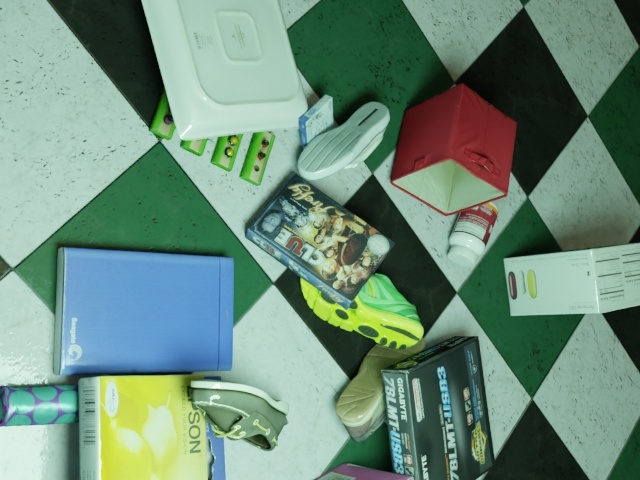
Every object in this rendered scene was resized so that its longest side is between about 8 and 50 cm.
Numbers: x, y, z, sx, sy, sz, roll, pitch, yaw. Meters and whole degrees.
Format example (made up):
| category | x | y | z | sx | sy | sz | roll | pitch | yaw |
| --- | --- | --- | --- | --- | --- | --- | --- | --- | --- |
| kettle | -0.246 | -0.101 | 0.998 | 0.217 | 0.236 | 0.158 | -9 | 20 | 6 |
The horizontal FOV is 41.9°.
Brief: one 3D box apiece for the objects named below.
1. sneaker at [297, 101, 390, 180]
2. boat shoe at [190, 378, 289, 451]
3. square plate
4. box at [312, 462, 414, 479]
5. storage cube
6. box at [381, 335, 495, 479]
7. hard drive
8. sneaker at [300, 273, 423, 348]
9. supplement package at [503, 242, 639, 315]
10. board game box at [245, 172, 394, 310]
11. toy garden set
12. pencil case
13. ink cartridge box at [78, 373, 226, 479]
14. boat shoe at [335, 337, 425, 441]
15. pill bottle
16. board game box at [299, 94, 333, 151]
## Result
| category | x | y | z | sx | sy | sz | roll | pitch | yaw |
| --- | --- | --- | --- | --- | --- | --- | --- | --- | --- |
| sneaker | 0.055 | -0.185 | 1.721 | 0.258 | 0.094 | 0.091 | -38 | 146 | -29 |
| boat shoe | -0.139 | 0.305 | 1.456 | 0.305 | 0.109 | 0.091 | 45 | 52 | -62 |
| square plate | -0.166 | -0.371 | 1.567 | 0.344 | 0.049 | 0.347 | -15 | 89 | -48 |
| box | 0.098 | 0.571 | 1.594 | 0.117 | 0.213 | 0.243 | -20 | 97 | -35 |
| storage cube | 0.290 | -0.193 | 1.825 | 0.183 | 0.215 | 0.193 | 27 | 63 | -29 |
| box | 0.247 | 0.370 | 1.720 | 0.293 | 0.073 | 0.296 | -12 | 96 | -51 |
| hard drive | -0.301 | 0.126 | 1.468 | 0.318 | 0.040 | 0.210 | 5 | 82 | -35 |
| sneaker | 0.081 | 0.121 | 1.718 | 0.295 | 0.109 | 0.123 | 32 | 34 | -20 |
| supplement package | 0.604 | 0.094 | 1.977 | 0.204 | 0.262 | 0.145 | -6 | 87 | -35 |
| board game box | 0.000 | 0.000 | 1.627 | 0.243 | 0.042 | 0.165 | 35 | 62 | 5 |
| toy garden set | -0.179 | -0.248 | 1.592 | 0.244 | 0.049 | 0.204 | 26 | 70 | -30 |
| pencil case | -0.440 | 0.261 | 1.339 | 0.151 | 0.070 | 0.064 | 4 | 117 | -38 |
| ink cartridge box | -0.257 | 0.378 | 1.399 | 0.307 | 0.072 | 0.304 | 7 | 74 | -46 |
| boat shoe | 0.129 | 0.298 | 1.725 | 0.285 | 0.102 | 0.092 | -45 | 136 | -43 |
| pill bottle | 0.346 | -0.019 | 1.916 | 0.086 | 0.086 | 0.152 | 36 | 66 | -27 |
| board game box | -0.007 | -0.235 | 1.699 | 0.090 | 0.020 | 0.090 | -46 | 152 | -29 |
